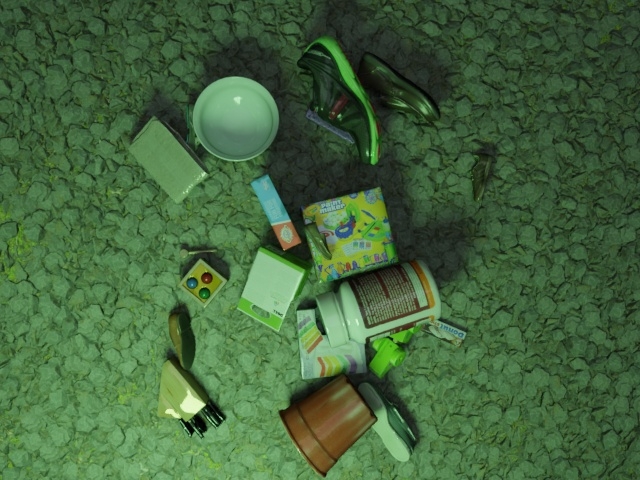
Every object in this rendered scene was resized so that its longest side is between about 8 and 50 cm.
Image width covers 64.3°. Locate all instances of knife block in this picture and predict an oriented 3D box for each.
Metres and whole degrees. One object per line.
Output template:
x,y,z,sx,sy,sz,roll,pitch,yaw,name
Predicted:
-0.456,0.568,1.840,0.241,0.088,0.276,6,89,-5,knife block

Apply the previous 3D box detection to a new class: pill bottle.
0.194,0.222,1.752,0.391,0.224,0.224,-17,91,-5,pill bottle

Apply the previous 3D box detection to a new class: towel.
-0.545,-0.288,1.821,0.187,0.049,0.282,-38,94,25,towel

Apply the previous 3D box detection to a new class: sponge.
0.061,-0.460,1.899,0.210,0.031,0.117,29,88,-3,sponge

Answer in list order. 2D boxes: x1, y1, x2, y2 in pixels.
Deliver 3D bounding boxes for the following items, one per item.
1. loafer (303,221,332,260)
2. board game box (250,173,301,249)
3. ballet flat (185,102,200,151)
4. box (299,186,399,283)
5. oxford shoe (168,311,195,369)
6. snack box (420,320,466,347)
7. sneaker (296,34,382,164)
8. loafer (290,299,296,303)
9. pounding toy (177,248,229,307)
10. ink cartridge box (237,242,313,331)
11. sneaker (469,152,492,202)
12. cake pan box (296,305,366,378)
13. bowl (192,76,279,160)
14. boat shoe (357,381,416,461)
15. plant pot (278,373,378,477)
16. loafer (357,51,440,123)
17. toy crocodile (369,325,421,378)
0.000,0.000,1.709,0.050,0.056,0.148,-35,91,4,loafer
-0.149,-0.089,1.744,0.064,0.316,0.242,-26,91,-3,board game box
-0.456,-0.392,1.848,0.068,0.072,0.214,3,91,-15,ballet flat
0.097,-0.020,1.830,0.289,0.177,0.280,-13,91,-3,box
-0.509,0.366,1.856,0.075,0.076,0.213,-7,93,26,oxford shoe
0.460,0.343,1.931,0.178,0.022,0.064,24,87,-3,snack box
0.074,-0.479,1.820,0.202,0.185,0.483,-27,89,15,sneaker
-0.152,0.218,1.887,0.125,0.039,0.045,5,49,-5,loafer
-0.434,0.105,1.836,0.206,0.094,0.181,40,88,-3,pounding toy
-0.167,0.166,1.835,0.188,0.097,0.255,27,105,12,ink cartridge box
0.595,-0.238,1.928,0.071,0.066,0.189,14,84,13,sneaker
0.039,0.364,1.882,0.245,0.070,0.267,-3,89,-6,cake pan box
-0.297,-0.421,1.825,0.297,0.134,0.298,0,89,-4,bowl
0.250,0.658,1.898,0.099,0.116,0.320,-27,83,-46,boat shoe
0.040,0.627,1.783,0.265,0.272,0.272,-37,92,-5,plant pot
0.282,-0.541,1.881,0.366,0.134,0.130,40,114,6,loafer
0.294,0.355,1.886,0.115,0.105,0.341,29,89,38,toy crocodile
